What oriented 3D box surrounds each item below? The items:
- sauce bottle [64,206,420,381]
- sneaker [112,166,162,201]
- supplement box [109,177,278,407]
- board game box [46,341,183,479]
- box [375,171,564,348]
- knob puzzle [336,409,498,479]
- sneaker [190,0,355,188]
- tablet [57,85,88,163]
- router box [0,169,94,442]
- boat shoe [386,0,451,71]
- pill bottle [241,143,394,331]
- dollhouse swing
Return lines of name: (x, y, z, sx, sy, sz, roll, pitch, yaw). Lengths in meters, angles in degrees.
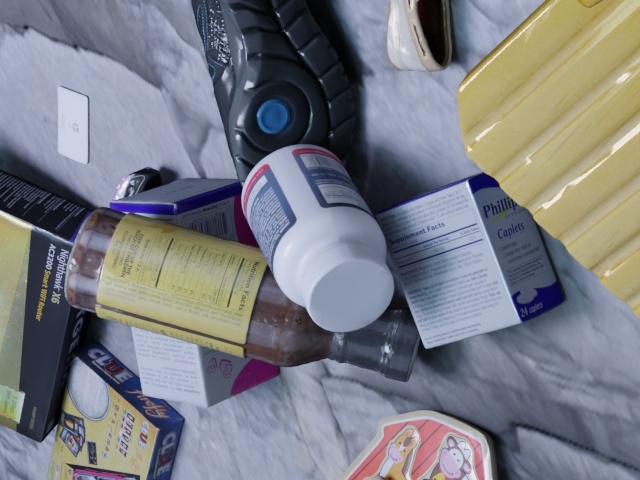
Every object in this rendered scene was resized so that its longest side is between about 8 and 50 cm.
sauce bottle: (-0.071, 0.061, 1.558, 0.344, 0.111, 0.111, 16, 121, 5)
sneaker: (-0.181, 0.002, 1.775, 0.077, 0.072, 0.178, 19, 126, 25)
supplement box: (-0.133, 0.053, 1.702, 0.114, 0.111, 0.220, 3, 106, 44)
board game box: (-0.256, 0.268, 1.952, 0.165, 0.042, 0.243, 37, 128, 29)
box: (0.135, 0.015, 1.454, 0.126, 0.072, 0.137, -20, 91, 47)
knob puzzle: (0.100, 0.252, 1.570, 0.213, 0.030, 0.213, -5, 83, 45)
sneaker: (-0.053, -0.185, 1.559, 0.139, 0.125, 0.341, -145, 44, -66)
tablet: (-0.288, -0.134, 1.862, 0.054, 0.006, 0.083, 22, 120, 37)
router box: (-0.400, 0.065, 1.928, 0.242, 0.081, 0.309, 23, 123, 9)
boat shoe: (0.093, -0.229, 1.418, 0.059, 0.063, 0.170, 17, 125, 37)
pill bottle: (0.000, 0.000, 1.470, 0.180, 0.108, 0.108, -117, 35, -51)
dollhouse swing: (0.262, -0.050, 1.085, 0.347, 0.315, 0.305, 43, 113, -7)
